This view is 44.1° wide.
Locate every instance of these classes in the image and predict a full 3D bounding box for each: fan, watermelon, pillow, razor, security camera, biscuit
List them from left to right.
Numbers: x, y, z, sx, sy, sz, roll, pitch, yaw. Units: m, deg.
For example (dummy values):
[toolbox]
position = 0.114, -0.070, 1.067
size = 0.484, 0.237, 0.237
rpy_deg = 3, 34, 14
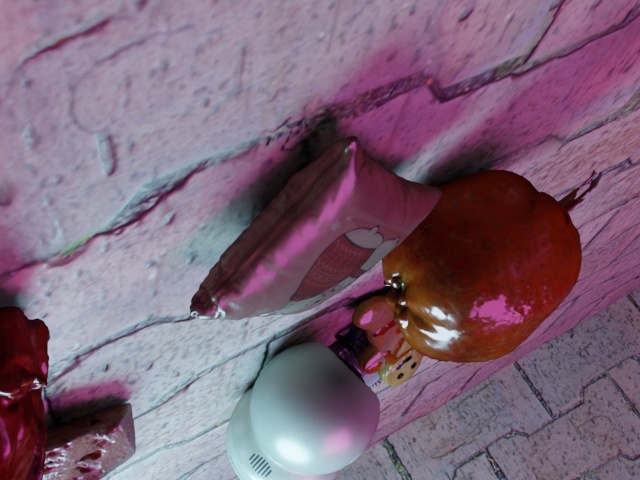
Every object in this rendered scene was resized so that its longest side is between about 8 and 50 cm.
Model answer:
[watermelon]
position = -0.312, 0.250, 0.893
size = 0.241, 0.094, 0.154
rpy_deg = -20, 145, -35
[security camera]
position = -0.022, 0.256, 1.149
size = 0.194, 0.194, 0.236
rpy_deg = -18, 154, -34
[pillow]
position = 0.000, 0.000, 0.769
size = 0.223, 0.084, 0.236
rpy_deg = -40, 162, 15
[razor]
position = 0.096, 0.122, 1.251
size = 0.154, 0.044, 0.028
rpy_deg = -28, 132, -19
[fan]
position = 0.107, 0.171, 1.325
size = 0.244, 0.074, 0.130
rpy_deg = -37, 148, -6
[biscuit]
position = 0.122, 0.150, 1.237
size = 0.153, 0.030, 0.234
rpy_deg = -30, 138, -19

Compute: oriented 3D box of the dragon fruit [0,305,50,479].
[dragon fruit]
position = -0.332, 0.184, 0.601
size = 0.240, 0.302, 0.330
rpy_deg = 30, 106, -35

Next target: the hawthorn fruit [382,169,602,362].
[hawthorn fruit]
position = 0.210, 0.012, 0.929
size = 0.299, 0.211, 0.211
rpy_deg = -32, 159, 1
